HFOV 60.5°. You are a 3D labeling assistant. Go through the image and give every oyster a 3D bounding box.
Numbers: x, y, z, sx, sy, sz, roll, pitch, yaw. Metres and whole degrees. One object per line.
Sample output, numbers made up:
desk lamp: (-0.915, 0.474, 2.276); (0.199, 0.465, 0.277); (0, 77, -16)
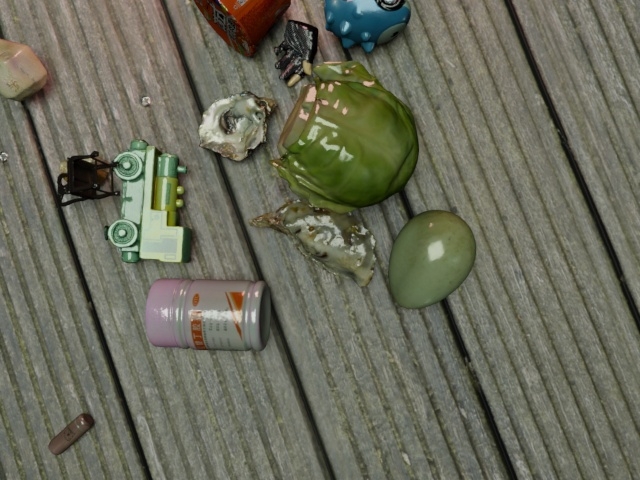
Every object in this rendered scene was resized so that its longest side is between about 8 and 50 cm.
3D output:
oyster: (-0.251, -0.343, 1.638); (0.223, 0.083, 0.214); (15, 85, 11)
oyster: (0.002, -0.027, 1.603); (0.396, 0.111, 0.204); (32, 73, 6)

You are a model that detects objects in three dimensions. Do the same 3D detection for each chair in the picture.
chair: (-0.681, -0.165, 1.532); (0.229, 0.113, 0.106); (-9, 79, 17)

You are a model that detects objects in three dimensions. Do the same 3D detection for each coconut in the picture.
coconut: (-0.930, -0.519, 1.649); (0.171, 0.183, 0.171); (-17, 42, 16)

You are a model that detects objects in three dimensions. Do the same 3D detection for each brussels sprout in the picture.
brussels sprout: (0.083, -0.258, 1.480); (0.361, 0.425, 0.342); (24, 134, -15)

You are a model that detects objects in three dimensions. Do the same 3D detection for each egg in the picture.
egg: (0.296, 0.058, 1.502); (0.218, 0.218, 0.295); (30, 98, 6)

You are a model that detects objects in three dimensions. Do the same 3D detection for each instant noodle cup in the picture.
instant noodle cup: (-0.218, -0.689, 1.580); (0.250, 0.250, 0.192); (44, 84, 6)

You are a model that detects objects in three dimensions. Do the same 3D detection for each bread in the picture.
bread: (-0.714, -0.206, 1.660); (0.125, 0.106, 0.082); (-13, 86, 7)

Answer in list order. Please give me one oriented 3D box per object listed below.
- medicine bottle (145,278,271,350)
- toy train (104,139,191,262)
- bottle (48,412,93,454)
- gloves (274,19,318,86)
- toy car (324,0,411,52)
medicine bottle: (-0.311, 0.210, 1.557); (0.316, 0.202, 0.202); (0, 87, 6)
toy train: (-0.496, -0.114, 1.623); (0.237, 0.150, 0.369); (3, 88, -3)
bottle: (-0.751, 0.582, 1.652); (0.140, 0.053, 0.053); (-42, 85, 1)
gloves: (-0.068, -0.550, 1.635); (0.129, 0.106, 0.180); (21, 118, 7)
toy car: (0.126, -0.638, 1.568); (0.255, 0.188, 0.190); (13, 98, 1)
